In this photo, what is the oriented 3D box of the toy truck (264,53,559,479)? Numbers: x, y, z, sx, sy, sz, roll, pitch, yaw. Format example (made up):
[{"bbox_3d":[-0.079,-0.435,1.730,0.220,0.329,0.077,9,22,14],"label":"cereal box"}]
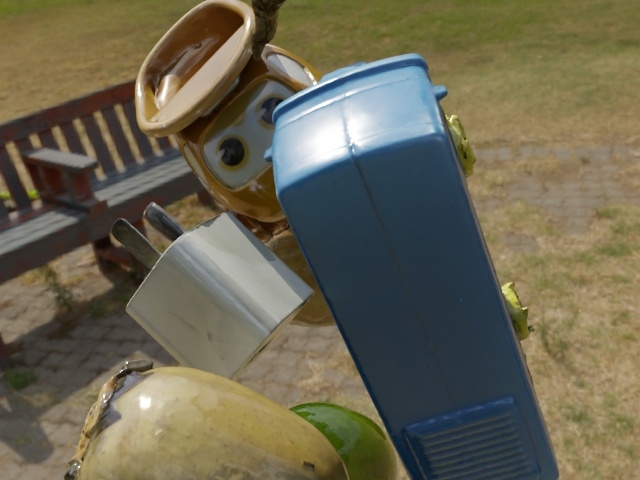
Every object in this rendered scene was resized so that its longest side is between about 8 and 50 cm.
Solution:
[{"bbox_3d":[0.089,0.044,0.641,0.161,0.385,0.162,-18,27,11],"label":"toy truck"}]

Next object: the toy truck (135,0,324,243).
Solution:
[{"bbox_3d":[-0.091,-0.156,0.947,0.204,0.211,0.288,-44,40,8],"label":"toy truck"}]

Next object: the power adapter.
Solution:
[{"bbox_3d":[-0.129,0.040,0.801,0.205,0.125,0.130,43,28,6],"label":"power adapter"}]

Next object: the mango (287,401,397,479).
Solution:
[{"bbox_3d":[0.007,0.290,0.933,0.185,0.273,0.149,-2,54,-13],"label":"mango"}]

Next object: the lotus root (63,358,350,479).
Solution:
[{"bbox_3d":[-0.059,0.218,0.631,0.309,0.183,0.183,23,29,-3],"label":"lotus root"}]

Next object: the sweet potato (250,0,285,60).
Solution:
[{"bbox_3d":[-0.045,-0.221,0.682,0.038,0.153,0.041,12,68,-13],"label":"sweet potato"}]

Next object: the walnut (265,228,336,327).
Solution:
[{"bbox_3d":[0.000,0.000,1.305,0.332,0.333,0.333,-7,27,4],"label":"walnut"}]
